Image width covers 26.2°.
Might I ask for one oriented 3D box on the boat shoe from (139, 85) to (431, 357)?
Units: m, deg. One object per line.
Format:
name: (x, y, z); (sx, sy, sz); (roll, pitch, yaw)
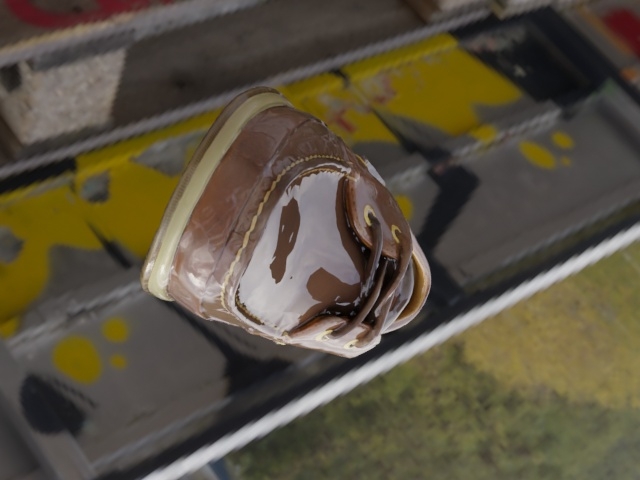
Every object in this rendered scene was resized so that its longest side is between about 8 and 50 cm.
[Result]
boat shoe: (0.000, 0.000, 0.395); (0.064, 0.060, 0.178); (-62, 169, 2)
